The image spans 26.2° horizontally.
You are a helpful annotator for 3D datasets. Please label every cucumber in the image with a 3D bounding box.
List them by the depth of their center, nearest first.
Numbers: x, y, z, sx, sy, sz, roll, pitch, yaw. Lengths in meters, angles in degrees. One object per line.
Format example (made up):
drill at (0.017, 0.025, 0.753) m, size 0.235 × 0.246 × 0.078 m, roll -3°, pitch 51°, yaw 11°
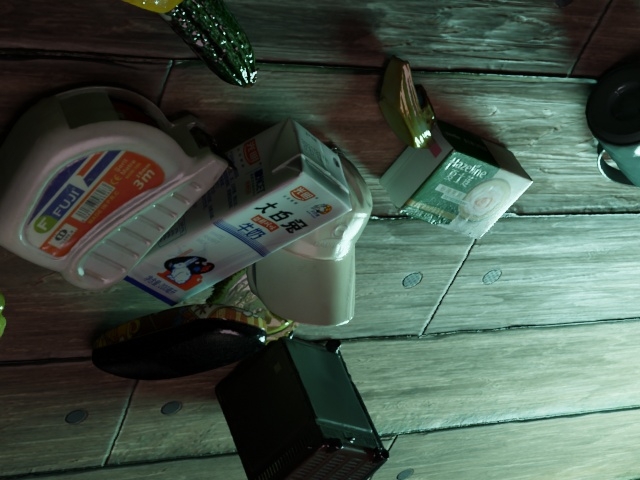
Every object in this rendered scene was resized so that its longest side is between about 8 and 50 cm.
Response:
cucumber at (-0.150, -0.275, 1.666) m, size 0.077 × 0.077 × 0.265 m, roll -35°, pitch 144°, yaw 9°

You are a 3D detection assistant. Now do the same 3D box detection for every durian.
durian at (-0.106, 0.087, 2.068) m, size 0.208 × 0.102 × 0.147 m, roll -19°, pitch 109°, yaw -9°

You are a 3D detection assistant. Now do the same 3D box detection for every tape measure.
tape measure at (-0.285, -0.076, 1.765) m, size 0.258 × 0.130 × 0.265 m, roll -45°, pitch 134°, yaw 16°

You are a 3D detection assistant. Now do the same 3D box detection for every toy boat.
toy boat at (0.125, -0.190, 1.937) m, size 0.066 × 0.065 × 0.172 m, roll -46°, pitch 141°, yaw -14°

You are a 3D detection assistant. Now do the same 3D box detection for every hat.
hat at (0.000, 0.000, 1.972) m, size 0.219 × 0.226 × 0.164 m, roll 2°, pitch 149°, yaw -35°

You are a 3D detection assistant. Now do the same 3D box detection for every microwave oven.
microwave oven at (-0.025, 0.298, 2.254) m, size 0.188 × 0.247 × 0.178 m, roll 19°, pitch 126°, yaw -42°

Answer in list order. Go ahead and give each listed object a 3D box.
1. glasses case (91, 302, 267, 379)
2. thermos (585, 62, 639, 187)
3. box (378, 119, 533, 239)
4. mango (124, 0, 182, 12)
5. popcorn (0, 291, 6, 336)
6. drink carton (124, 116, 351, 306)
glasses case at (-0.209, 0.150, 2.004) m, size 0.122 × 0.082 × 0.321 m, roll 23°, pitch 152°, yaw -39°
thermos at (0.516, -0.149, 2.170) m, size 0.182 × 0.145 × 0.286 m, roll -8°, pitch 152°, yaw 28°
box at (0.206, -0.091, 2.088) m, size 0.199 × 0.081 × 0.135 m, roll 15°, pitch 126°, yaw -44°
mango at (-0.237, -0.352, 1.417) m, size 0.199 × 0.201 × 0.350 m, roll -34°, pitch 142°, yaw 19°
popcorn at (-0.525, 0.087, 1.747) m, size 0.236 × 0.206 × 0.251 m, roll -25°, pitch 163°, yaw -31°
drink carton at (-0.124, -0.037, 1.872) m, size 0.315 × 0.107 × 0.130 m, roll -29°, pitch 146°, yaw 21°
